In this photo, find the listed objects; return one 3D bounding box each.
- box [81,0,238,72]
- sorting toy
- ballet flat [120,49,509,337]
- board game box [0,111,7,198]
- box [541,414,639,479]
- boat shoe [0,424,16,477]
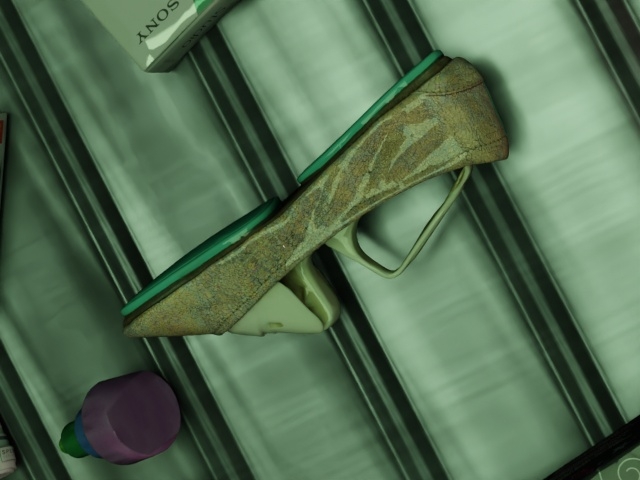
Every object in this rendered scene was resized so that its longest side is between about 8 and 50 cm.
[{"bbox_3d":[-0.141,-0.312,1.414,0.232,0.058,0.322,-43,85,16],"label":"box"},{"bbox_3d":[-0.109,0.280,1.466,0.126,0.127,0.366,-26,85,46],"label":"sorting toy"},{"bbox_3d":[0.000,0.000,1.388,0.316,0.107,0.106,-38,93,17],"label":"ballet flat"},{"bbox_3d":[-0.393,-0.020,1.518,0.305,0.053,0.193,7,98,15],"label":"board game box"},{"bbox_3d":[0.174,0.248,1.345,0.247,0.142,0.163,-37,87,17],"label":"box"},{"bbox_3d":[-0.341,0.179,1.522,0.226,0.083,0.076,-21,78,5],"label":"boat shoe"}]
